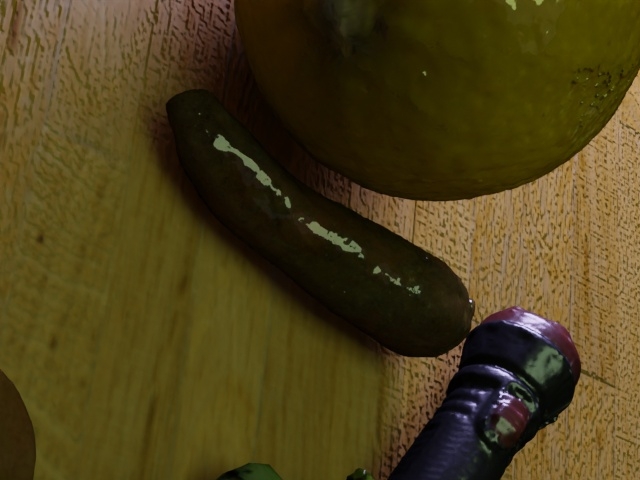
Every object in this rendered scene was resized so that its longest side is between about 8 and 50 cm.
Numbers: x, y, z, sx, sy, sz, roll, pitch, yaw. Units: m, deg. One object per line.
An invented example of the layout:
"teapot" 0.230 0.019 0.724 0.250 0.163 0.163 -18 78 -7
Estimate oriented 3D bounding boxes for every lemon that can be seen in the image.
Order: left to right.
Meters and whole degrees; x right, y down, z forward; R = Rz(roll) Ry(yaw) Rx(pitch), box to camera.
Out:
"lemon" 0.080 -0.158 0.890 0.293 0.293 0.293 16 66 -41

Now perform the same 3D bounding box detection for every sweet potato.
"sweet potato" 0.000 0.000 0.901 0.273 0.075 0.075 35 55 -27

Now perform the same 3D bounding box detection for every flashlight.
"flashlight" 0.097 0.143 0.936 0.093 0.093 0.232 56 47 -15

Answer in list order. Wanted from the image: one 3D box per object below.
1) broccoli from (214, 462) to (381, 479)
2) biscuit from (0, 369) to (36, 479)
"broccoli" 0.002 0.204 0.783 0.194 0.219 0.194 11 47 -12
"biscuit" -0.225 0.184 0.630 0.262 0.052 0.277 -8 83 -46
